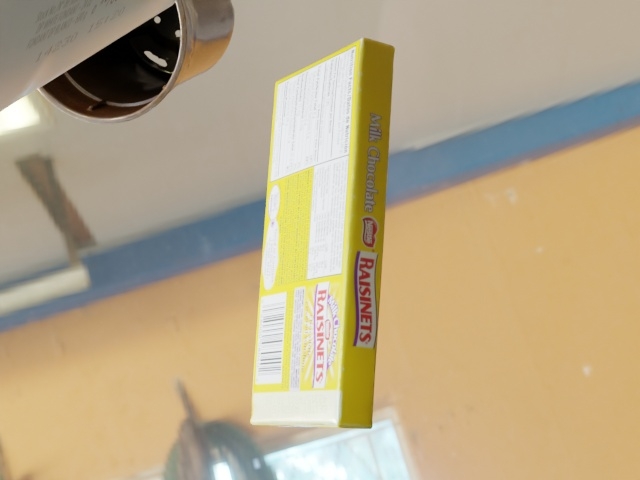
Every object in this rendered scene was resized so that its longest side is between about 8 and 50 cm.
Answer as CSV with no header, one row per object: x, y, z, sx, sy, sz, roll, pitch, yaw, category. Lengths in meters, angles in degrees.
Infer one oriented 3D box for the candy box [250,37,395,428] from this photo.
0.000,0.000,0.729,0.027,0.205,0.105,9,-10,-30,candy box

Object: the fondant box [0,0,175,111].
-0.216,-0.178,0.477,0.096,0.330,0.238,-61,-1,27,fondant box

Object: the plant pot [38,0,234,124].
-0.167,-0.201,1.209,0.167,0.167,0.165,-28,4,22,plant pot
